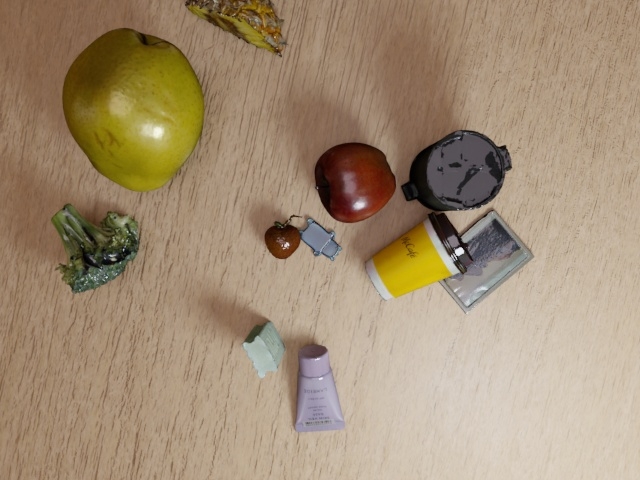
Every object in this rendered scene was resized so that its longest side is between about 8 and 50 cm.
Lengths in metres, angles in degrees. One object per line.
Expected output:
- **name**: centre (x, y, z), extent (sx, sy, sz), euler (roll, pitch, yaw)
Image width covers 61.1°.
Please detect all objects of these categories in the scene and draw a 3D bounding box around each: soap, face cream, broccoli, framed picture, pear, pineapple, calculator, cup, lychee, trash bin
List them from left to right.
- **broccoli**: centre (-0.647, 0.002, 1.539), extent (0.263, 0.247, 0.243), euler (-42, 99, -15)
- **pear**: centre (-0.497, -0.348, 1.462), extent (0.362, 0.362, 0.419), euler (17, 121, 1)
- **pineapple**: centre (-0.233, -0.672, 1.524), extent (0.334, 0.158, 0.161), euler (28, 94, 1)
- **soap**: centre (-0.159, 0.306, 1.561), extent (0.063, 0.198, 0.115), euler (-27, 94, 4)
- **lychee**: centre (-0.104, -0.012, 1.587), extent (0.114, 0.101, 0.140), euler (17, 93, 19)
- **face cream**: centre (-0.012, 0.453, 1.628), extent (0.153, 0.096, 0.274), euler (-6, 106, -1)
- **calculator**: centre (0.000, 0.000, 1.627), extent (0.141, 0.019, 0.094), euler (40, 94, -2)
- **cup**: centre (0.275, 0.051, 1.538), extent (0.279, 0.196, 0.197), euler (-29, 92, 15)
- **trash bin**: centre (0.355, -0.176, 1.462), extent (0.251, 0.301, 0.203), euler (-20, 93, 2)
- **framed picture**: centre (0.473, 0.063, 1.615), extent (0.265, 0.018, 0.192), euler (-42, 90, 4)

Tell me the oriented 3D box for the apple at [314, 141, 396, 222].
- **apple**: centre (0.091, -0.167, 1.520), extent (0.233, 0.234, 0.234), euler (0, 93, 2)
